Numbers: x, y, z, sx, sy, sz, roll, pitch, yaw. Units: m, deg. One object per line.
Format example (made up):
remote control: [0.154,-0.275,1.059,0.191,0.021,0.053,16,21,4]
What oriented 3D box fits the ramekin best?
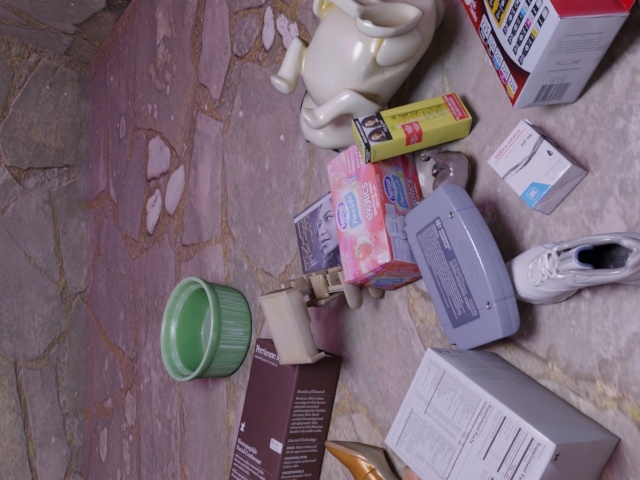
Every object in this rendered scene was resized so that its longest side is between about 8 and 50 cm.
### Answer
ramekin: [-0.337,0.265,1.811,0.304,0.148,0.303,-16,68,47]

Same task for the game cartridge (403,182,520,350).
game cartridge: [0.259,0.052,1.138,0.196,0.060,0.294,129,124,-65]

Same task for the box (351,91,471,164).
box: [0.187,-0.234,1.269,0.058,0.233,0.087,85,169,-57]

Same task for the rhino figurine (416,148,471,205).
rhino figurine: [0.255,-0.070,1.253,0.106,0.073,0.243,0,85,49]

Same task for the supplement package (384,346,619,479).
supplement package: [0.288,0.330,1.008,0.263,0.199,0.197,35,108,48]

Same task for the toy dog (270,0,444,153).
toy dog: [0.073,-0.378,1.365,0.285,0.395,0.407,39,137,20]

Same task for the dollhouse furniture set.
dollhouse furniture set: [0.002,0.160,1.389,0.212,0.242,0.160,-16,94,46]

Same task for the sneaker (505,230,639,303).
sneaker: [0.407,0.035,1.000,0.297,0.129,0.110,-22,67,47]

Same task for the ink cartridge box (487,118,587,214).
ink cartridge box: [0.384,-0.146,1.128,0.104,0.060,0.180,-55,45,26]

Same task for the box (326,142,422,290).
box: [0.129,-0.056,1.337,0.142,0.154,0.299,-30,59,42]

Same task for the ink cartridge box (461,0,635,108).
ink cartridge box: [0.381,-0.438,1.057,0.271,0.130,0.309,99,160,-59]

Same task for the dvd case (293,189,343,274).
dvd case: [0.000,0.000,1.581,0.165,0.018,0.221,-34,56,41]

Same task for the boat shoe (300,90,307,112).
boat shoe: [0.030,-0.467,1.591,0.127,0.113,0.339,36,108,49]

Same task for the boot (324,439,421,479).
boot: [0.105,0.540,1.249,0.295,0.104,0.211,3,83,46]

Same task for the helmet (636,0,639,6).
helmet: [0.554,-0.414,0.915,0.170,0.162,0.169,-16,69,47]

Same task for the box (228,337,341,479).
box: [-0.088,0.444,1.480,0.191,0.143,0.380,7,84,51]
